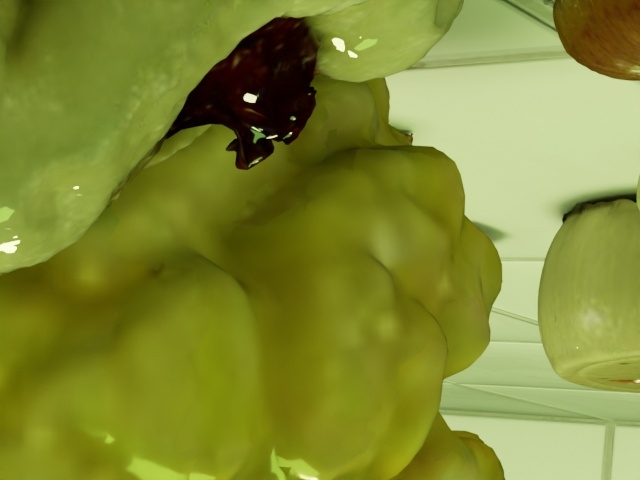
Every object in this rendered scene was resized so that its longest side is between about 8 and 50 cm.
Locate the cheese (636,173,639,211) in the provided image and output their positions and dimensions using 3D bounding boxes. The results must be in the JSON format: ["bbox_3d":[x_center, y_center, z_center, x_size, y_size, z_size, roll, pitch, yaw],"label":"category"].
[{"bbox_3d":[0.263,-0.018,0.910,0.194,0.043,0.065,5,164,13],"label":"cheese"}]

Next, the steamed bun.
[{"bbox_3d":[-0.041,-0.082,0.411,0.155,0.172,0.141,-10,-175,-14],"label":"steamed bun"}]

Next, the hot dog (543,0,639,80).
[{"bbox_3d":[0.158,-0.084,0.451,0.144,0.075,0.268,7,174,-23],"label":"hot dog"}]

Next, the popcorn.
[{"bbox_3d":[-0.086,0.073,0.736,0.349,0.349,0.382,0,133,34],"label":"popcorn"}]

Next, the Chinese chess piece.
[{"bbox_3d":[0.261,0.040,1.091,0.249,0.103,0.250,4,170,1],"label":"Chinese chess piece"}]

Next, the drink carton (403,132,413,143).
[{"bbox_3d":[0.000,0.000,1.030,0.071,0.096,0.223,7,170,-4],"label":"drink carton"}]
